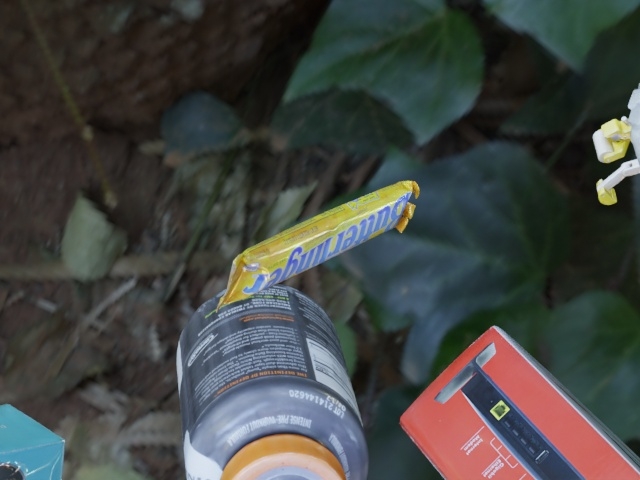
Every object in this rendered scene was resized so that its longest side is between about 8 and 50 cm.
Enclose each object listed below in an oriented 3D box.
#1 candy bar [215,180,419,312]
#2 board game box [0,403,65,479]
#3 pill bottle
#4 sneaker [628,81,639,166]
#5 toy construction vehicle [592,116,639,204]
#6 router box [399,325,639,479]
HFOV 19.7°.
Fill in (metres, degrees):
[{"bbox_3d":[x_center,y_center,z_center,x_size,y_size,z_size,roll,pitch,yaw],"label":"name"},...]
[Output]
[{"bbox_3d":[0.000,0.000,1.093,0.161,0.040,0.018,-24,54,-40],"label":"candy bar"},{"bbox_3d":[-0.333,0.259,1.193,0.336,0.079,0.254,-7,111,-42],"label":"board game box"},{"bbox_3d":[-0.036,0.134,1.330,0.130,0.130,0.246,15,19,-12],"label":"pill bottle"},{"bbox_3d":[0.205,-0.096,0.643,0.095,0.090,0.235,43,86,-23],"label":"sneaker"},{"bbox_3d":[0.233,-0.074,1.285,0.035,0.098,0.086,42,34,-44],"label":"toy construction vehicle"},{"bbox_3d":[0.227,0.228,1.028,0.082,0.301,0.335,-46,125,3],"label":"router box"}]
